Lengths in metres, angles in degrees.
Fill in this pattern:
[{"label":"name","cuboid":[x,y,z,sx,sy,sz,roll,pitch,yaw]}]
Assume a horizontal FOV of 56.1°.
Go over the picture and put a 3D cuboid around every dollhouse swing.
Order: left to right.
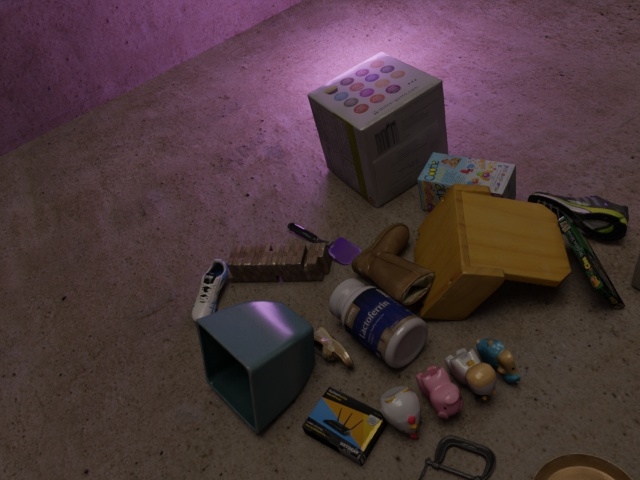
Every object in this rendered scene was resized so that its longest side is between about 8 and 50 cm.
[{"label":"dollhouse swing","cuboid":[0.483,0.054,1.746,0.304,0.315,0.347,18,46,-14]}]

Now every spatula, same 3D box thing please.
[{"label":"spatula","cuboid":[0.000,0.000,2.010,0.296,0.030,0.084,24,61,34]}]

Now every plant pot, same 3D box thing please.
[{"label":"plant pot","cuboid":[-0.152,0.306,1.627,0.252,0.248,0.247,-27,42,-32]},{"label":"plant pot","cuboid":[0.566,0.572,1.277,0.236,0.032,0.236,-10,46,10]}]

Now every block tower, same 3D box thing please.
[{"label":"block tower","cuboid":[-0.141,0.072,1.943,0.335,0.097,0.091,-3,46,16]}]

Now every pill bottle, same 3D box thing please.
[{"label":"pill bottle","cuboid":[0.153,0.220,1.663,0.153,0.153,0.264,-39,47,-20]}]

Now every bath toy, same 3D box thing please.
[{"label":"bath toy","cuboid":[0.317,0.374,1.491,0.348,0.129,0.151,-26,1,-10]}]

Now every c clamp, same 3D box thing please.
[{"label":"c clamp","cuboid":[0.324,0.526,1.410,0.160,0.022,0.137,6,45,25]}]

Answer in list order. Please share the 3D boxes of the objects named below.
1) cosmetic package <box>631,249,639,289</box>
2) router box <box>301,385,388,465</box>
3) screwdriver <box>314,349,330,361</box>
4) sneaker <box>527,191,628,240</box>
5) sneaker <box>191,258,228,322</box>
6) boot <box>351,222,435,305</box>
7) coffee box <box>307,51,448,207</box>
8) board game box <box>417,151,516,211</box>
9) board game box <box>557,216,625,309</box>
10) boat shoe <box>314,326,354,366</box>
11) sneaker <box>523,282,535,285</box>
[{"label":"cosmetic package","cuboid":[0.965,0.109,1.511,0.129,0.153,0.296,-35,48,-18]},{"label":"router box","cuboid":[0.062,0.468,1.528,0.178,0.046,0.133,19,55,32]},{"label":"screwdriver","cuboid":[-0.036,0.308,1.738,0.170,0.024,0.025,37,95,33]},{"label":"sneaker","cuboid":[0.775,-0.086,1.810,0.299,0.111,0.121,22,41,32]},{"label":"sneaker","cuboid":[-0.362,0.161,1.935,0.085,0.086,0.237,2,49,17]},{"label":"boot","cuboid":[0.246,0.067,1.780,0.236,0.089,0.269,-43,32,-13]},{"label":"coffee box","cuboid":[0.206,-0.394,2.105,0.337,0.338,0.334,-33,46,-14]},{"label":"board game box","cuboid":[0.474,-0.169,1.941,0.275,0.142,0.144,14,53,28]},{"label":"board game box","cuboid":[0.739,0.058,1.648,0.030,0.136,0.260,-40,36,28]},{"label":"boat shoe","cuboid":[0.029,0.309,1.687,0.059,0.063,0.170,-37,38,-14]},{"label":"sneaker","cuboid":[0.624,0.100,1.706,0.135,0.052,0.058,12,26,40]}]
